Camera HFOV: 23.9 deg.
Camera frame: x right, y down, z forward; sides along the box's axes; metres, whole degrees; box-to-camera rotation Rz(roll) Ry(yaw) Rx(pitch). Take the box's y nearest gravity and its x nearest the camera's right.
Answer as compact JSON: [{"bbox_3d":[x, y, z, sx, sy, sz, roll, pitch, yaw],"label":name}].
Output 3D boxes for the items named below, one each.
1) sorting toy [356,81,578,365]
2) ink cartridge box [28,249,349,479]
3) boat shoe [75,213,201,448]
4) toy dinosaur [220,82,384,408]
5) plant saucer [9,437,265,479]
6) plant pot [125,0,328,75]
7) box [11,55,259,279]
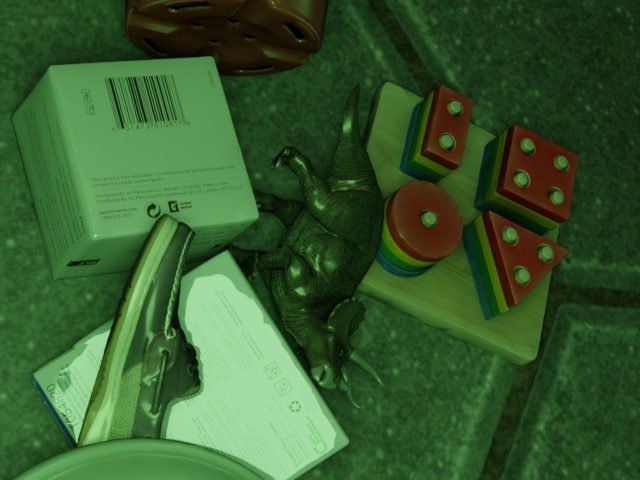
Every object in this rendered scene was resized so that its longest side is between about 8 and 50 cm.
[{"bbox_3d":[0.165,-0.031,1.669,0.257,0.089,0.255,25,59,-18],"label":"sorting toy"},{"bbox_3d":[-0.123,0.159,1.429,0.224,0.045,0.223,-32,86,-7],"label":"ink cartridge box"},{"bbox_3d":[-0.153,0.120,1.362,0.092,0.103,0.285,17,86,-6],"label":"boat shoe"},{"bbox_3d":[0.000,0.000,1.540,0.160,0.121,0.313,23,72,-25],"label":"toy dinosaur"},{"bbox_3d":[-0.143,0.366,1.251,0.401,0.100,0.400,2,85,-26],"label":"plant saucer"},{"bbox_3d":[-0.090,-0.328,1.565,0.272,0.272,0.265,11,72,-25],"label":"plant pot"},{"bbox_3d":[-0.182,-0.072,1.473,0.181,0.119,0.181,-8,74,-32],"label":"box"}]
